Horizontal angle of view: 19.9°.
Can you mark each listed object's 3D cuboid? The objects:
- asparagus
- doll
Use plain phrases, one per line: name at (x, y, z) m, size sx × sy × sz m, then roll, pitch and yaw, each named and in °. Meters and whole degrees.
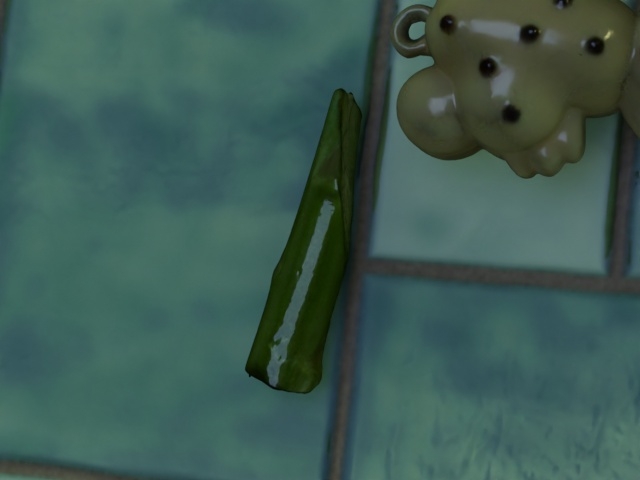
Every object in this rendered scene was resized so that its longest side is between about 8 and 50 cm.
asparagus at (0.000, 0.000, 1.056) m, size 0.045 × 0.041 × 0.178 m, roll 12°, pitch 85°, yaw 68°
doll at (0.172, -0.088, 0.969) m, size 0.278 × 0.119 × 0.154 m, roll 20°, pitch 91°, yaw 13°
